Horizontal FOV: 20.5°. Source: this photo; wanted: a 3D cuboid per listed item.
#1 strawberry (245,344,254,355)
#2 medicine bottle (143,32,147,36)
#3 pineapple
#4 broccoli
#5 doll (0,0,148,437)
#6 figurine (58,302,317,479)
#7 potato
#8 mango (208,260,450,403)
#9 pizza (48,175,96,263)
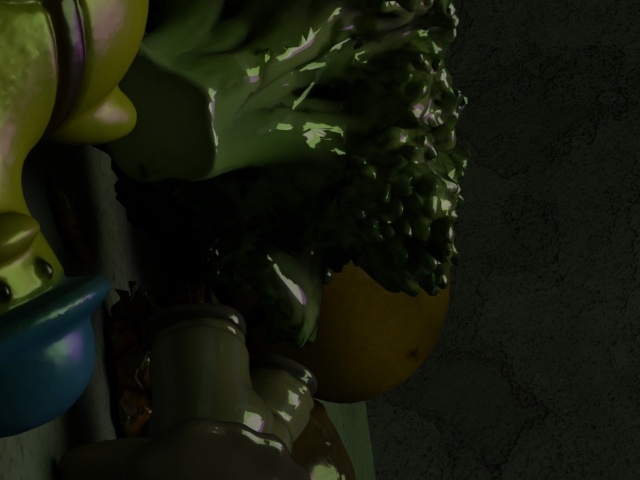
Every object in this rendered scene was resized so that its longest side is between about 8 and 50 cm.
[{"bbox_3d":[-0.063,0.012,1.921,0.188,0.106,0.286,18,74,-79],"label":"strawberry"},{"bbox_3d":[-0.134,-0.176,1.572,0.115,0.078,0.219,86,-2,-62],"label":"medicine bottle"},{"bbox_3d":[-0.099,0.153,1.307,0.135,0.080,0.233,-88,166,-59],"label":"pineapple"},{"bbox_3d":[-0.032,-0.109,1.216,0.317,0.277,0.338,-72,154,-44],"label":"broccoli"},{"bbox_3d":[-0.167,-0.076,0.828,0.199,0.145,0.363,20,60,-37],"label":"doll"},{"bbox_3d":[-0.047,0.213,1.059,0.248,0.203,0.380,69,10,-47],"label":"figurine"},{"bbox_3d":[-0.036,0.213,1.627,0.137,0.137,0.175,59,19,-76],"label":"potato"},{"bbox_3d":[0.000,0.000,1.610,0.445,0.221,0.301,85,-17,-81],"label":"mango"},{"bbox_3d":[-0.169,-0.013,1.211,0.083,0.016,0.037,72,2,-46],"label":"pizza"}]
